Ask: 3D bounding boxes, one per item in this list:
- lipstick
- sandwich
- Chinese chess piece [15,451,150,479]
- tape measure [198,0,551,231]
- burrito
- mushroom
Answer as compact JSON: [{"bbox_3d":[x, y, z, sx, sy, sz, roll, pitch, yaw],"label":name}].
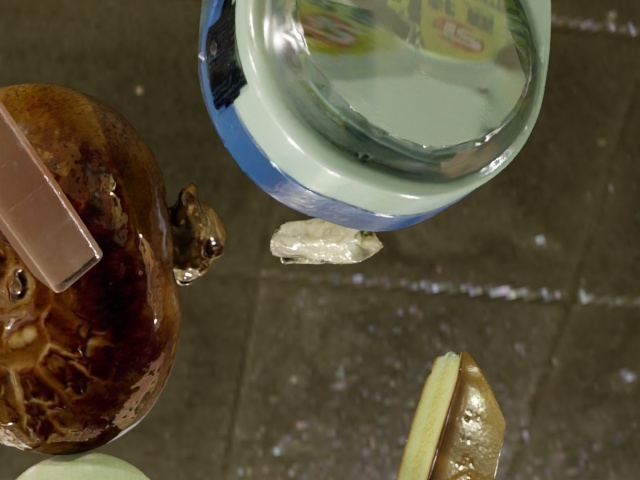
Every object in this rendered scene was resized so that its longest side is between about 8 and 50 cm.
[{"bbox_3d":[-0.200,-0.034,1.225,0.045,0.045,0.145,-39,127,-14],"label":"lipstick"},{"bbox_3d":[0.149,0.253,2.142,0.096,0.258,0.094,23,159,-15],"label":"sandwich"},{"bbox_3d":[-0.194,0.240,1.518,0.144,0.058,0.144,-5,122,-8],"label":"Chinese chess piece"},{"bbox_3d":[0.038,-0.145,1.409,0.259,0.262,0.138,18,150,-17],"label":"tape measure"},{"bbox_3d":[0.000,0.000,1.756,0.149,0.041,0.055,-3,137,51],"label":"burrito"},{"bbox_3d":[-0.218,0.024,1.477,0.278,0.163,0.297,-10,99,6],"label":"mushroom"}]
